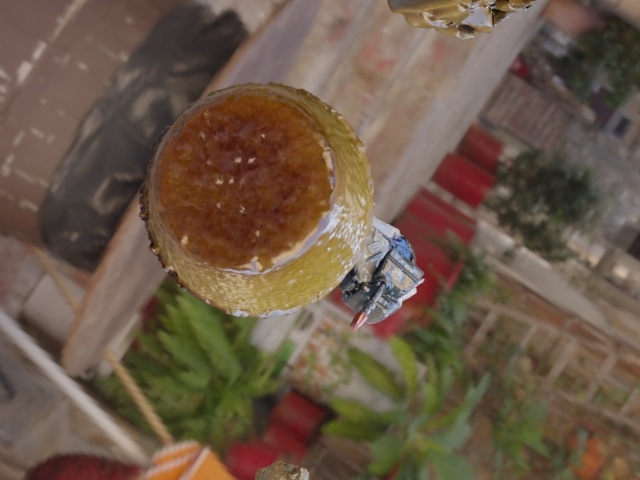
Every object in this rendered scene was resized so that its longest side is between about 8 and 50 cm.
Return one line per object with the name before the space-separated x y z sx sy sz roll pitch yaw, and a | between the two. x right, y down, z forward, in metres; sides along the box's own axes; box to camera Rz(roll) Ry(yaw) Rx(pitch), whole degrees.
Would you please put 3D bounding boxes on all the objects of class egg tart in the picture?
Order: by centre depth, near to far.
egg tart | -0.059 -0.044 1.189 0.215 0.215 0.171 -57 174 -4

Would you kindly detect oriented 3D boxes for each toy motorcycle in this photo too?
toy motorcycle | 0.000 0.000 1.355 0.102 0.221 0.150 -38 -165 51

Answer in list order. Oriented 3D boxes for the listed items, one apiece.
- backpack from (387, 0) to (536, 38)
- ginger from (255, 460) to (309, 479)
backpack | 0.239 -0.341 1.426 0.378 0.201 0.353 -27 -171 -35
ginger | -0.015 0.250 1.050 0.067 0.096 0.165 -27 125 -44
